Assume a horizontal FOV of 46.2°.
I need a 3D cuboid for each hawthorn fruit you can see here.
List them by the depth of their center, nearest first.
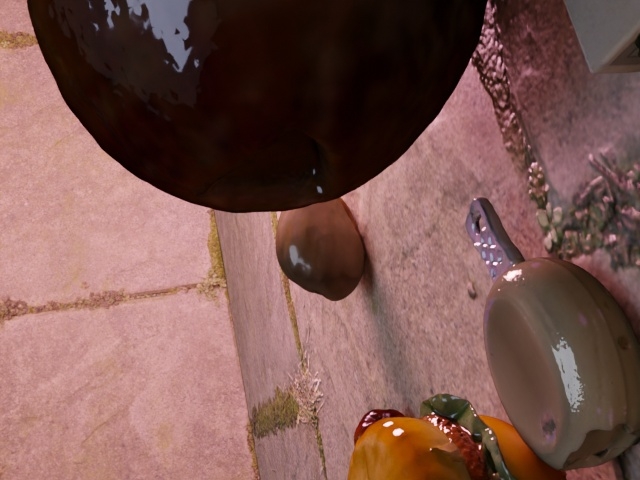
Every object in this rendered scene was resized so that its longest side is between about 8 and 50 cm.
[{"bbox_3d":[0.082,0.262,0.935,0.081,0.081,0.093,-129,32,-63],"label":"hawthorn fruit"}]

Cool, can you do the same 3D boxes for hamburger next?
[{"bbox_3d":[0.122,0.247,0.590,0.246,0.169,0.246,-178,90,-76],"label":"hamburger"}]

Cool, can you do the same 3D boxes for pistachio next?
[{"bbox_3d":[0.000,0.000,1.053,0.124,0.124,0.185,119,148,-66],"label":"pistachio"}]

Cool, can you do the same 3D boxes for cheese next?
[{"bbox_3d":[0.159,0.056,0.563,0.137,0.064,0.227,101,158,-47],"label":"cheese"}]

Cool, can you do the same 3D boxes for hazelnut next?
[{"bbox_3d":[-0.034,-0.236,0.585,0.402,0.401,0.430,-164,75,-74],"label":"hazelnut"}]

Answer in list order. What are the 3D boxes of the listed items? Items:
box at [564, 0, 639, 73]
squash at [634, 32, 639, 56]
[{"bbox_3d":[0.165,-0.238,0.375,0.164,0.069,0.257,119,141,-67],"label":"box"},{"bbox_3d":[0.201,-0.029,0.252,0.123,0.123,0.187,103,155,-54],"label":"squash"}]
